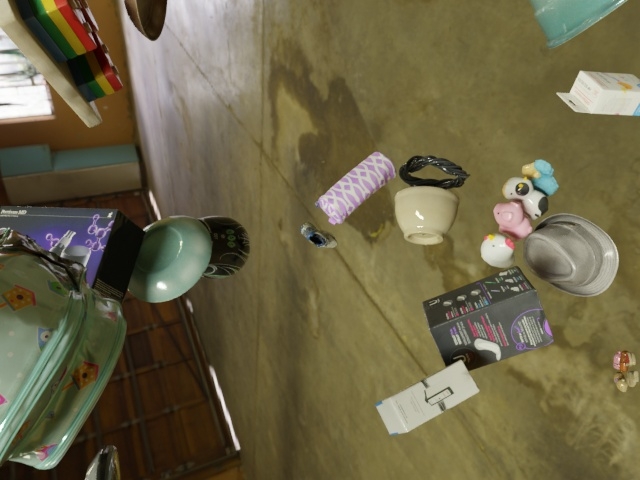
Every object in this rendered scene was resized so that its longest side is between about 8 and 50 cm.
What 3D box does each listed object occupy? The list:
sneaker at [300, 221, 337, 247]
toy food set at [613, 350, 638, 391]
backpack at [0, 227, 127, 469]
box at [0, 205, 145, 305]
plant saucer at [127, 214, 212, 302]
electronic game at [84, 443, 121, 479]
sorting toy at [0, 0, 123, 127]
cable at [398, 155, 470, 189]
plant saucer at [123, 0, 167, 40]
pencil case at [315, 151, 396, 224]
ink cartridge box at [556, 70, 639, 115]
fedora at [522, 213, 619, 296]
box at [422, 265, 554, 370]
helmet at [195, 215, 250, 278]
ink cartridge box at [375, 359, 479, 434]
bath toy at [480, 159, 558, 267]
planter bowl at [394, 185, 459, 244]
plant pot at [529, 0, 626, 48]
[{"bbox_3d":[0.000,0.000,1.410,0.052,0.135,0.058,-51,41,18],"label":"sneaker"},{"bbox_3d":[0.576,0.245,0.937,0.122,0.019,0.078,61,-144,-56],"label":"toy food set"},{"bbox_3d":[-0.235,0.090,0.364,0.166,0.144,0.188,-59,18,-6],"label":"backpack"},{"bbox_3d":[-0.482,0.040,0.901,0.103,0.261,0.184,66,-150,-60],"label":"box"},{"bbox_3d":[-0.310,0.025,0.966,0.195,0.195,0.037,63,178,32],"label":"plant saucer"},{"bbox_3d":[-0.292,0.403,0.677,0.229,0.048,0.229,178,90,-72],"label":"electronic game"},{"bbox_3d":[-0.407,-0.351,0.747,0.255,0.089,0.257,62,173,14],"label":"sorting toy"},{"bbox_3d":[0.310,-0.183,1.331,0.150,0.184,0.047,52,-133,-51],"label":"cable"},{"bbox_3d":[-0.274,-0.402,0.766,0.168,0.029,0.168,-175,90,-88],"label":"plant saucer"},{"bbox_3d":[0.091,-0.124,1.187,0.086,0.206,0.088,42,167,38],"label":"pencil case"},{"bbox_3d":[0.672,-0.349,1.161,0.104,0.181,0.062,-101,14,-47],"label":"ink cartridge box"},{"bbox_3d":[0.715,0.049,1.465,0.275,0.124,0.244,48,138,46],"label":"fedora"},{"bbox_3d":[0.421,0.206,1.260,0.143,0.270,0.165,-82,-33,-68],"label":"box"},{"bbox_3d":[-0.252,0.017,1.204,0.169,0.161,0.169,-5,81,35],"label":"helmet"},{"bbox_3d":[0.250,0.374,1.166,0.086,0.203,0.148,62,162,19],"label":"ink cartridge box"},{"bbox_3d":[0.594,-0.080,1.488,0.151,0.348,0.129,32,162,10],"label":"bath toy"},{"bbox_3d":[0.263,-0.053,1.231,0.162,0.162,0.109,145,135,-66],"label":"planter bowl"},{"bbox_3d":[0.551,-0.666,1.062,0.334,0.341,0.341,49,159,-9],"label":"plant pot"}]
